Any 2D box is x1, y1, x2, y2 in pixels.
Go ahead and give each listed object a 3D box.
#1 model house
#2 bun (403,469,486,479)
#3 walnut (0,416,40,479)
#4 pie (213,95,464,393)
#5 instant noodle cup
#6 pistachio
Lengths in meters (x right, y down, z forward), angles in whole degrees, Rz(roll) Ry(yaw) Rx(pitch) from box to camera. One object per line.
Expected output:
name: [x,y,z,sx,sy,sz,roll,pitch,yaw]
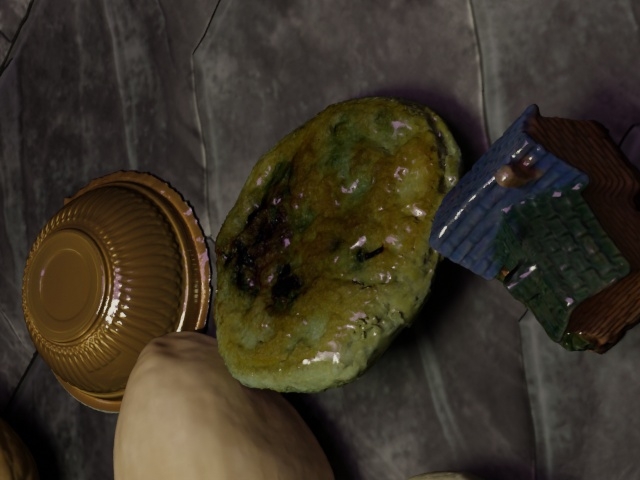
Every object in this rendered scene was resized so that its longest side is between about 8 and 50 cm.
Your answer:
model house: [0.193,-0.003,1.532,0.166,0.172,0.183,-47,61,23]
bun: [0.105,0.331,1.573,0.259,0.160,0.259,-26,43,27]
walnut: [-0.432,0.281,1.969,0.261,0.225,0.225,31,105,37]
pie: [0.000,0.000,1.705,0.323,0.070,0.323,-22,54,34]
instant noodle cup: [-0.246,0.052,1.916,0.274,0.090,0.274,-5,82,37]
pistachio: [-0.100,0.232,1.732,0.214,0.193,0.318,-21,61,-2]
